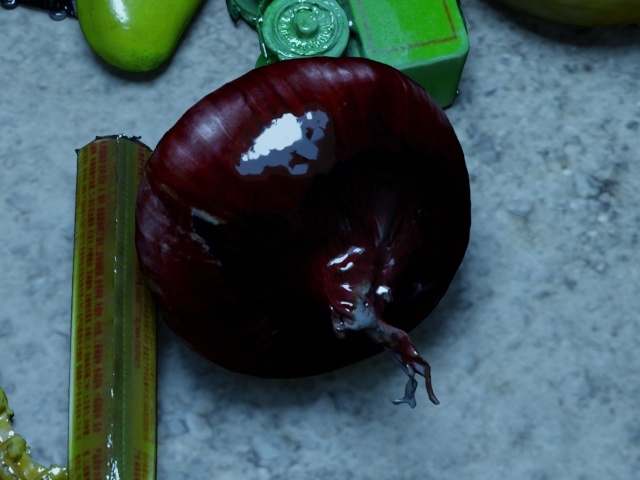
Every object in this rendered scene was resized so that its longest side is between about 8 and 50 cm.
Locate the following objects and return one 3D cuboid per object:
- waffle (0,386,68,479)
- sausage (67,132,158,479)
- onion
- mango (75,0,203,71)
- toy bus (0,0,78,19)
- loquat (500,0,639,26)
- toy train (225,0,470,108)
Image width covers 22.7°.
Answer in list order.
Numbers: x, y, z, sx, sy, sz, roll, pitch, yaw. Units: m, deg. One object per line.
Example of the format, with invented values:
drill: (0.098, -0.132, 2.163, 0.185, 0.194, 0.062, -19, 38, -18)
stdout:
waffle: (-0.289, 0.218, 1.242, 0.291, 0.051, 0.291, 0, 64, -1)
sausage: (-0.162, 0.089, 1.262, 0.082, 0.082, 0.371, -2, 59, 0)
onion: (0.000, 0.000, 1.220, 0.273, 0.273, 0.285, -23, 41, -9)
mango: (-0.160, -0.233, 1.415, 0.117, 0.089, 0.163, 33, 64, -16)
toy bus: (-0.263, -0.243, 1.449, 0.102, 0.052, 0.058, 14, 66, 6)
loquat: (0.242, -0.325, 1.364, 0.284, 0.276, 0.276, 2, 66, -4)
toy train: (0.019, -0.213, 1.392, 0.188, 0.132, 0.243, -13, 69, -10)
